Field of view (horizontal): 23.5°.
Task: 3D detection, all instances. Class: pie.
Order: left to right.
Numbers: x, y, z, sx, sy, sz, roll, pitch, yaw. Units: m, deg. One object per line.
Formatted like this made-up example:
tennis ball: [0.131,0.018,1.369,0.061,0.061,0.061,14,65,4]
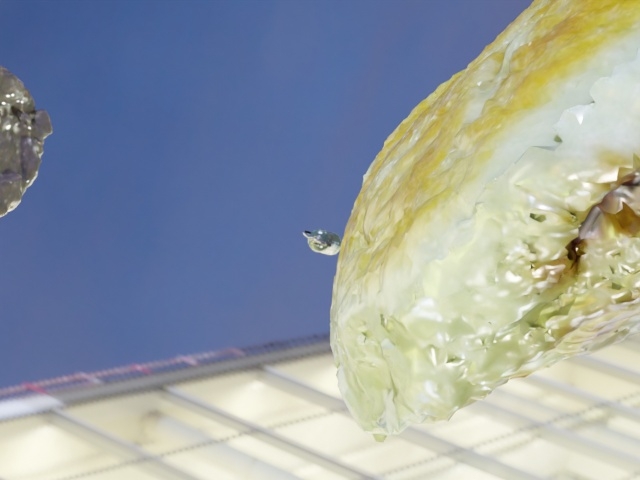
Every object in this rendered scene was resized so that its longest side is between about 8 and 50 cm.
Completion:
pie: [0.156,-0.051,0.789,0.180,0.418,0.395,50,-152,-8]

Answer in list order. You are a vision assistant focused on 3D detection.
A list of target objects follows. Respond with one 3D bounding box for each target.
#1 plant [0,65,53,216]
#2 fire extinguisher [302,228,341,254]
plant: [-0.308,-0.063,1.167,0.142,0.203,0.131,57,-142,-38]
fire extinguisher: [0.000,0.000,1.657,0.025,0.038,0.083,-66,-11,2]
